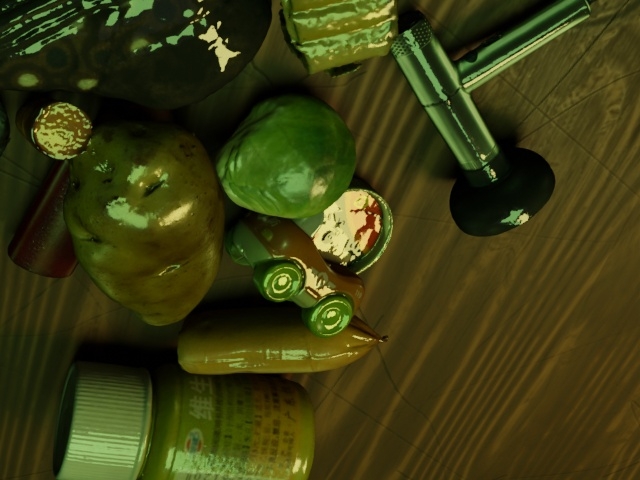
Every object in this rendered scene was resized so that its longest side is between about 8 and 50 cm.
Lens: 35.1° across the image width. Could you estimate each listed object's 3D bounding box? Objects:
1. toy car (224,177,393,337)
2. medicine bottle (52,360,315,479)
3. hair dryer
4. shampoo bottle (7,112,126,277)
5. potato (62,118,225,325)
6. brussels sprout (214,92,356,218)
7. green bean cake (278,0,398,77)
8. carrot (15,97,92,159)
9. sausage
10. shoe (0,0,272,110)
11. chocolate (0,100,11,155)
[{"bbox_3d":[0.000,0.000,1.475,0.235,0.145,0.235,-14,123,-23],"label":"toy car"},{"bbox_3d":[-0.220,0.311,1.632,0.384,0.224,0.224,10,128,-19],"label":"medicine bottle"},{"bbox_3d":[0.264,-0.187,1.340,0.284,0.155,0.320,-15,124,17],"label":"hair dryer"},{"bbox_3d":[-0.335,-0.060,1.392,0.102,0.064,0.260,18,125,-29],"label":"shampoo bottle"},{"bbox_3d":[-0.222,-0.010,1.348,0.176,0.195,0.369,16,147,15],"label":"potato"},{"bbox_3d":[-0.043,-0.105,1.353,0.181,0.144,0.161,-30,132,18],"label":"brussels sprout"},{"bbox_3d":[0.001,-0.324,1.119,0.131,0.224,0.229,-16,134,-1],"label":"green bean cake"},{"bbox_3d":[-0.342,-0.142,1.247,0.072,0.205,0.072,-6,102,-27],"label":"carrot"},{"bbox_3d":[-0.059,0.155,1.572,0.328,0.112,0.112,-2,132,6],"label":"sausage"},{"bbox_3d":[-0.252,-0.248,1.178,0.384,0.171,0.237,-20,140,13],"label":"shoe"},{"bbox_3d":[-0.494,-0.173,1.239,0.248,0.110,0.110,23,123,-34],"label":"chocolate"}]
